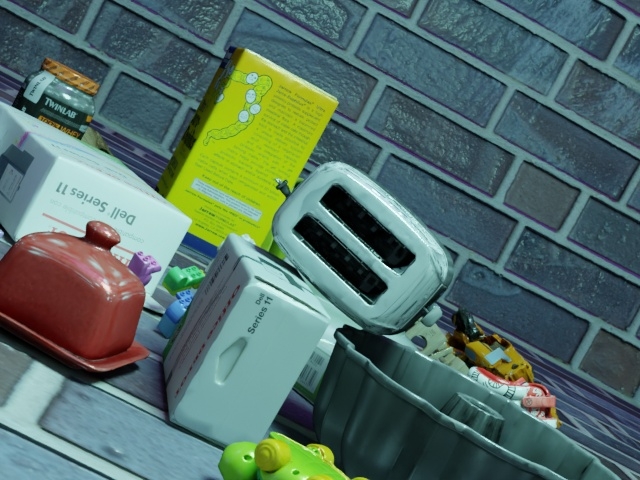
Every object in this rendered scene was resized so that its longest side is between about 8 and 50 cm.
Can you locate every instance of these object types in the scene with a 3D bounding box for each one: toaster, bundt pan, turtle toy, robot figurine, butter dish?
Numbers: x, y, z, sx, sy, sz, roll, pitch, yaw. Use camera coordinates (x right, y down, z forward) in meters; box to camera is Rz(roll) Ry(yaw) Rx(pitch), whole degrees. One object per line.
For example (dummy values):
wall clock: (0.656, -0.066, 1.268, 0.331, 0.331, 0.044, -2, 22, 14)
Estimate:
toaster: (0.037, 0.002, 1.155, 0.227, 0.129, 0.146, 45, 3, 3)
bundt pan: (0.132, 0.217, 1.117, 0.331, 0.124, 0.331, 28, 4, -2)
turtle toy: (-0.023, 0.189, 0.855, 0.130, 0.066, 0.095, 31, 3, 32)
robot figurine: (0.308, 0.232, 1.981, 0.211, 0.085, 0.291, 58, -8, -21)
butter dish: (-0.222, 0.037, 1.021, 0.160, 0.118, 0.160, 29, 5, 8)

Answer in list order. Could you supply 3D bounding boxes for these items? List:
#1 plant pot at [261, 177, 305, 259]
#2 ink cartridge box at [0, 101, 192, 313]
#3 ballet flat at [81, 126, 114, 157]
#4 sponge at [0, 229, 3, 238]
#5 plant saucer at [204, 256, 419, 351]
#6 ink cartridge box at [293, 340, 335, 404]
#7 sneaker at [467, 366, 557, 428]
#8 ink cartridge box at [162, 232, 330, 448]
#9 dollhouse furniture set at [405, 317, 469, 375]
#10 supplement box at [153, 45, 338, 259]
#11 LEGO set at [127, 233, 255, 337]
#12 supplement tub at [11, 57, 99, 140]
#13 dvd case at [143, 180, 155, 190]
plant pot: (0.000, 0.000, 2.164, 0.207, 0.228, 0.227, 22, 3, 12)
ink cartridge box: (-0.306, -0.047, 1.430, 0.207, 0.119, 0.353, 26, 5, -36)
ballet flat: (-0.413, -0.131, 1.955, 0.124, 0.116, 0.342, 47, -1, -5)
sponge: (-0.447, -0.050, 1.175, 0.210, 0.031, 0.117, 25, 5, -36)
plant saucer: (0.015, 0.116, 1.694, 0.400, 0.100, 0.400, 28, 4, -2)
ink cartridge box: (0.058, 0.186, 1.395, 0.209, 0.062, 0.109, 24, 6, -46)
sneaker: (0.259, 0.256, 1.306, 0.270, 0.145, 0.090, 30, 5, 19)
ink cartridge box: (-0.077, 0.093, 1.063, 0.087, 0.153, 0.208, 29, 5, -13)
dollhouse furniture set: (0.163, 0.195, 1.970, 0.161, 0.101, 0.182, 53, -5, -20)
supplement box: (-0.150, -0.152, 2.037, 0.195, 0.356, 0.194, 27, 4, -17)
LEGO set: (-0.129, 0.040, 1.301, 0.087, 0.093, 0.227, 46, 33, 20)
supplement tub: (-0.422, -0.175, 1.715, 0.117, 0.190, 0.117, 28, 5, -3)
dvd case: (-0.347, -0.092, 2.314, 0.253, 0.022, 0.180, 27, 4, -13)
